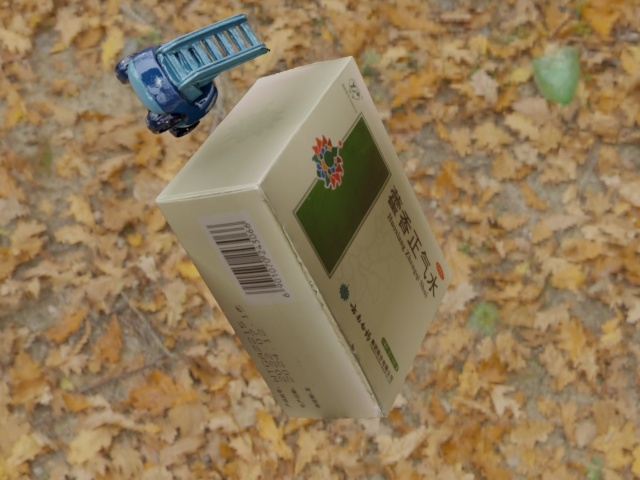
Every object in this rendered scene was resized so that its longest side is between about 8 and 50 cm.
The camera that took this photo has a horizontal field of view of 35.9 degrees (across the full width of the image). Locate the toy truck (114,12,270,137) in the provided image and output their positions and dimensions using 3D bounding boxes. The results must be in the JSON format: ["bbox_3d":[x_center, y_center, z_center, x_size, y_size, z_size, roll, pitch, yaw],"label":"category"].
[{"bbox_3d":[-0.080,-0.113,0.643,0.090,0.073,0.056,-32,88,11],"label":"toy truck"}]

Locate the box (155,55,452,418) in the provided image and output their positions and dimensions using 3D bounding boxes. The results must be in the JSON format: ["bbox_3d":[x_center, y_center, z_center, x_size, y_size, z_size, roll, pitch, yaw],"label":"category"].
[{"bbox_3d":[0.000,0.000,0.729,0.095,0.212,0.168,-8,34,33],"label":"box"}]
